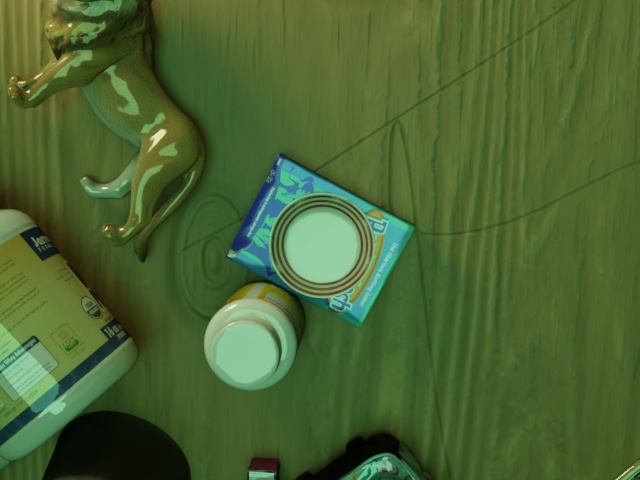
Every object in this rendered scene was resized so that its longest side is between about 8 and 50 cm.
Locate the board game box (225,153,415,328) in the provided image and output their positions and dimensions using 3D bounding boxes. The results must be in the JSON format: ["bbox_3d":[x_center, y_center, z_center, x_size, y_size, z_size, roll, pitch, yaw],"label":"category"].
[{"bbox_3d":[0.000,0.000,1.338,0.210,0.047,0.160,27,97,-1],"label":"board game box"}]

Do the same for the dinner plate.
[{"bbox_3d":[0.002,0.006,1.305,0.141,0.017,0.141,1,98,4],"label":"dinner plate"}]

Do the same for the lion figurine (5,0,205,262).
[{"bbox_3d":[-0.256,-0.184,1.304,0.240,0.142,0.392,-32,108,-1],"label":"lion figurine"}]

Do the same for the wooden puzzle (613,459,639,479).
[{"bbox_3d":[0.447,0.352,1.370,0.078,0.014,0.116,40,98,-2],"label":"wooden puzzle"}]

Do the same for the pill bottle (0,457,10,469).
[{"bbox_3d":[-0.566,0.319,1.312,0.272,0.152,0.152,-28,95,-27],"label":"pill bottle"}]

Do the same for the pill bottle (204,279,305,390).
[{"bbox_3d":[-0.084,0.124,1.273,0.117,0.215,0.117,0,97,4],"label":"pill bottle"}]

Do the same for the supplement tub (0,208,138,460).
[{"bbox_3d":[-0.417,0.102,1.283,0.228,0.228,0.316,-39,94,7],"label":"supplement tub"}]

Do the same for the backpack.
[{"bbox_3d":[0.085,0.420,1.321,0.225,0.191,0.253,-36,99,6],"label":"backpack"}]

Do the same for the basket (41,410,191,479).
[{"bbox_3d":[-0.293,0.339,1.306,0.204,0.227,0.154,24,98,1],"label":"basket"}]

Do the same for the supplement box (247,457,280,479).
[{"bbox_3d":[-0.081,0.355,1.381,0.043,0.055,0.083,3,96,3],"label":"supplement box"}]
